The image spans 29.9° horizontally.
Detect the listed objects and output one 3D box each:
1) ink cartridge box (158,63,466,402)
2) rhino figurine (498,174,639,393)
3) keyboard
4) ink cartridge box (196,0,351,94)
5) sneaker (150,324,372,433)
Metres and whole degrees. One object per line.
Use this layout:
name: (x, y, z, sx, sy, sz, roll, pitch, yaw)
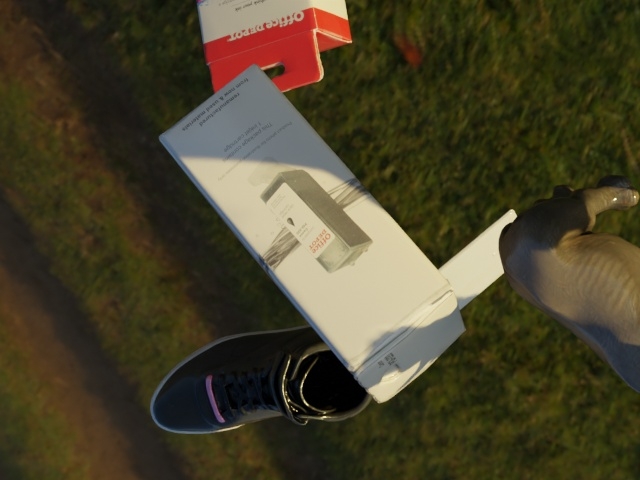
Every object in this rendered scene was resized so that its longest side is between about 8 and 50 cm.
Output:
ink cartridge box: (0.000, 0.000, 0.860, 0.218, 0.092, 0.158, 51, 179, 18)
rhino figurine: (0.214, 0.052, 0.759, 0.243, 0.106, 0.073, 44, 143, 23)
keyboard: (0.147, 0.065, 1.440, 0.072, 0.256, 0.014, 56, 171, -36)
ink cartridge box: (-0.053, -0.254, 1.221, 0.134, 0.231, 0.078, -12, 173, 29)
sneaker: (-0.061, 0.157, 1.320, 0.296, 0.147, 0.104, -16, 95, 7)
